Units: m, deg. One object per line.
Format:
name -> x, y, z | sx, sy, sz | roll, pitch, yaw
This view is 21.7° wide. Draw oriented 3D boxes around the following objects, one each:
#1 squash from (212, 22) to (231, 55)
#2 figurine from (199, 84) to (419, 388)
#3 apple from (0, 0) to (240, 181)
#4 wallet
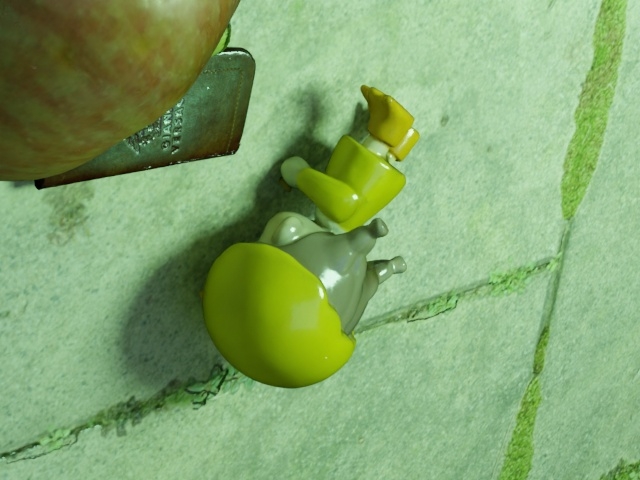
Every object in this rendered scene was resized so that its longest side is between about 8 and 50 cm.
squash -> -0.216, -0.183, 1.550 | 0.247, 0.132, 0.132 | -30, 134, -26
figurine -> 0.000, 0.000, 1.862 | 0.344, 0.187, 0.215 | -61, 153, -4
apple -> -0.234, -0.242, 1.283 | 0.391, 0.391, 0.346 | -47, 128, -11
wallet -> -0.177, -0.131, 1.697 | 0.255, 0.031, 0.137 | -13, 125, -39
